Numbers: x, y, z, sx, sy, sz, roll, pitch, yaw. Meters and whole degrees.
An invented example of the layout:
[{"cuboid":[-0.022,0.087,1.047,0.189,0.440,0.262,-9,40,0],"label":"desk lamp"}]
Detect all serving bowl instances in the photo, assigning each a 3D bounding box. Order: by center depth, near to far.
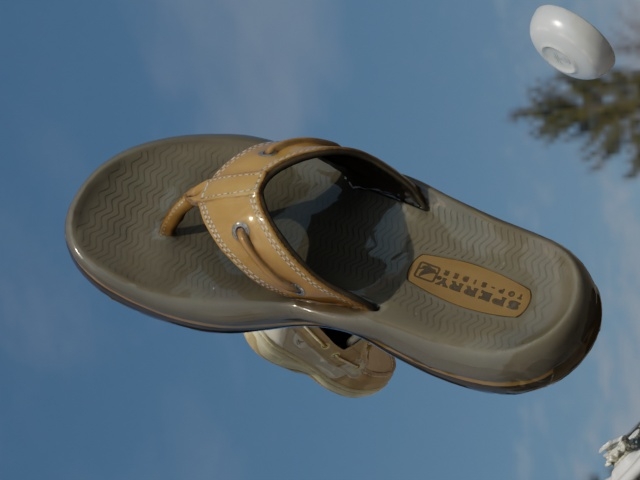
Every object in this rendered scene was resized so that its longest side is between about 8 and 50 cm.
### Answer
[{"cuboid":[0.214,-0.167,1.394,0.027,0.083,0.083,-53,-36,-13],"label":"serving bowl"}]

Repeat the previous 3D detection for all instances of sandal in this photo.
[{"cuboid":[0.000,0.000,0.619,0.090,0.219,0.060,-61,-25,-24],"label":"sandal"}]

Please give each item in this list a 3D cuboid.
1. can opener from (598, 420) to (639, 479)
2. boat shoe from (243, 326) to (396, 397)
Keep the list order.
[{"cuboid":[0.212,0.242,1.294,0.093,0.280,0.074,44,-148,6],"label":"can opener"},{"cuboid":[0.012,0.074,1.222,0.170,0.059,0.063,22,-143,-50],"label":"boat shoe"}]
